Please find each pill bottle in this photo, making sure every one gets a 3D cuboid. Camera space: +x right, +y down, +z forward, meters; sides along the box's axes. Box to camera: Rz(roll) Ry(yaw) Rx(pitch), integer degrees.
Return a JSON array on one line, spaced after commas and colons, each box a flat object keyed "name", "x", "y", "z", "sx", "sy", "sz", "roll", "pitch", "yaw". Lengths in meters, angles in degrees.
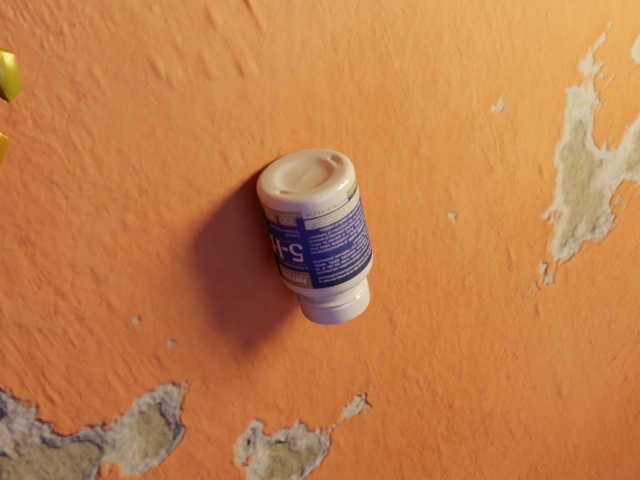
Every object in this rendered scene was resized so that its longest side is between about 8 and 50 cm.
[{"name": "pill bottle", "x": 0.000, "y": 0.000, "z": 1.428, "sx": 0.112, "sy": 0.112, "sz": 0.186, "roll": -33, "pitch": 128, "yaw": -25}]

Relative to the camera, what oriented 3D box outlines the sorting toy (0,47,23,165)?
[{"name": "sorting toy", "x": -0.380, "y": -0.165, "z": 1.063, "sx": 0.307, "sy": 0.041, "sz": 0.229, "roll": 14, "pitch": 101, "yaw": -44}]
